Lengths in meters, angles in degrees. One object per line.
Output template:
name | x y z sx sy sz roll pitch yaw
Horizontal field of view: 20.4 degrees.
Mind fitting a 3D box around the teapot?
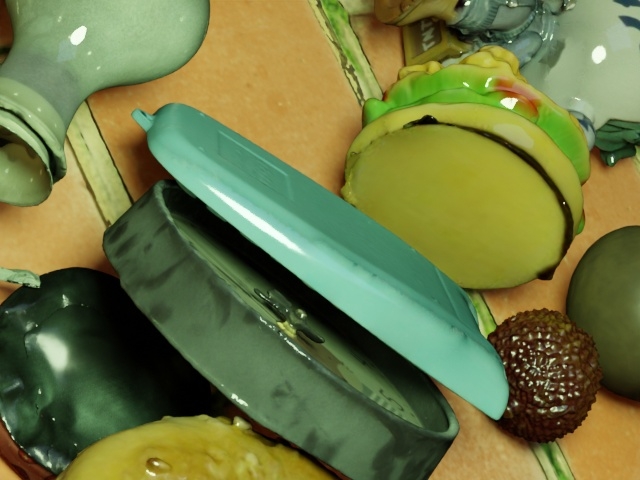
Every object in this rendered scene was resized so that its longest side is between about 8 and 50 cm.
teapot | -0.206 -0.154 1.428 0.183 0.183 0.251 36 55 -13

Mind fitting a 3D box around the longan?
longan | 0.322 0.084 1.695 0.159 0.185 0.204 -28 53 -2

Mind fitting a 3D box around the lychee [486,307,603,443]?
lychee | 0.198 0.119 1.627 0.123 0.123 0.129 32 55 -16

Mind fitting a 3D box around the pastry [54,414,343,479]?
pastry | -0.091 0.276 1.285 0.315 0.184 0.284 33 57 -26

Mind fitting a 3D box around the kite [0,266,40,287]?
kite | -0.337 0.008 1.360 0.250 0.012 0.229 14 45 -15

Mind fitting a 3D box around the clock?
clock | -0.028 0.075 1.402 0.325 0.067 0.325 39 8 -7

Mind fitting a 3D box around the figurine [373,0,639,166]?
figurine | 0.214 -0.201 1.787 0.382 0.186 0.261 16 61 -32

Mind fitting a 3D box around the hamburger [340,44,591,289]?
hamburger | 0.143 -0.070 1.640 0.237 0.237 0.149 35 47 -14

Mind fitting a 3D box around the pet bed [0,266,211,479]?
pet bed | -0.183 0.113 1.406 0.201 0.053 0.201 18 55 -28

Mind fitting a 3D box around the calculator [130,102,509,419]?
calculator | 0.000 0.000 1.511 0.386 0.054 0.256 34 10 -11
